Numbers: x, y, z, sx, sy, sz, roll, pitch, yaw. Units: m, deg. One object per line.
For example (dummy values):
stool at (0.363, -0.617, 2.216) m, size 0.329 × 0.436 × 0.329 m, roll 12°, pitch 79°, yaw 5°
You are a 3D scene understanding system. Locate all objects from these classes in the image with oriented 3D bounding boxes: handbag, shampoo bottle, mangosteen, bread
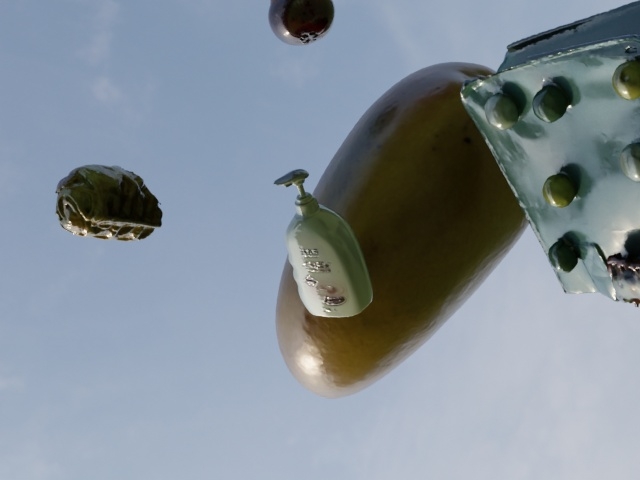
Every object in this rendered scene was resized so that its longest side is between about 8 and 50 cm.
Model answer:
handbag at (0.270, -0.063, 0.909) m, size 0.100 × 0.268 × 0.274 m, roll -35°, pitch -74°, yaw -29°
shampoo bottle at (0.000, 0.000, 0.948) m, size 0.045 × 0.077 × 0.152 m, roll -50°, pitch -47°, yaw -47°
mangosteen at (-0.022, -0.267, 1.170) m, size 0.081 × 0.081 × 0.081 m, roll -19°, pitch -63°, yaw -42°
bread at (-0.187, -0.033, 0.881) m, size 0.066 × 0.060 × 0.110 m, roll -50°, pitch -23°, yaw 14°

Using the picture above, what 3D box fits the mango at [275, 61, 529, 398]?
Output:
mango at (0.099, -0.008, 1.210) m, size 0.446 × 0.232 × 0.300 m, roll -56°, pitch -18°, yaw 3°
